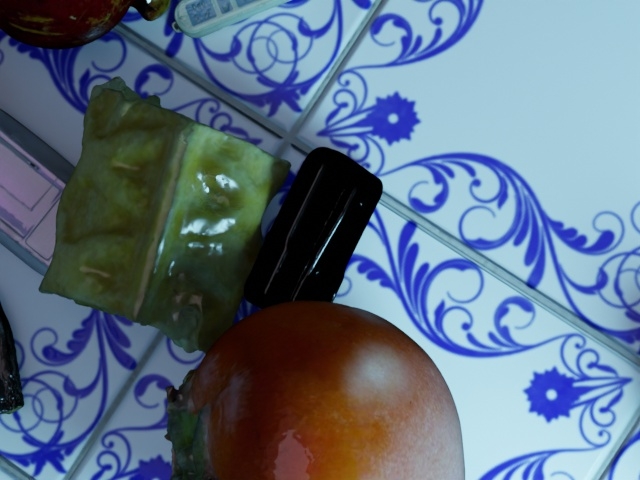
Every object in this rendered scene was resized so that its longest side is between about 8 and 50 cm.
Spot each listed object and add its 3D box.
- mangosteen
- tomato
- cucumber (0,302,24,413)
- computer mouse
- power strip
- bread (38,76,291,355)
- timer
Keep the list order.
[{"bbox_3d":[-0.268,-0.320,1.378,0.257,0.215,0.215,-2,84,-29],"label":"mangosteen"},{"bbox_3d":[0.001,0.221,1.245,0.321,0.321,0.322,0,85,6],"label":"tomato"},{"bbox_3d":[-0.376,0.121,1.424,0.039,0.043,0.163,-19,78,46],"label":"cucumber"},{"bbox_3d":[-0.351,-0.058,1.421,0.245,0.056,0.126,38,89,0],"label":"computer mouse"},{"bbox_3d":[-0.086,-0.285,1.428,0.191,0.030,0.048,-22,84,4],"label":"power strip"},{"bbox_3d":[-0.167,-0.022,1.332,0.238,0.196,0.252,23,87,24],"label":"bread"},{"bbox_3d":[0.000,0.000,1.338,0.055,0.144,0.187,24,88,32],"label":"timer"}]
